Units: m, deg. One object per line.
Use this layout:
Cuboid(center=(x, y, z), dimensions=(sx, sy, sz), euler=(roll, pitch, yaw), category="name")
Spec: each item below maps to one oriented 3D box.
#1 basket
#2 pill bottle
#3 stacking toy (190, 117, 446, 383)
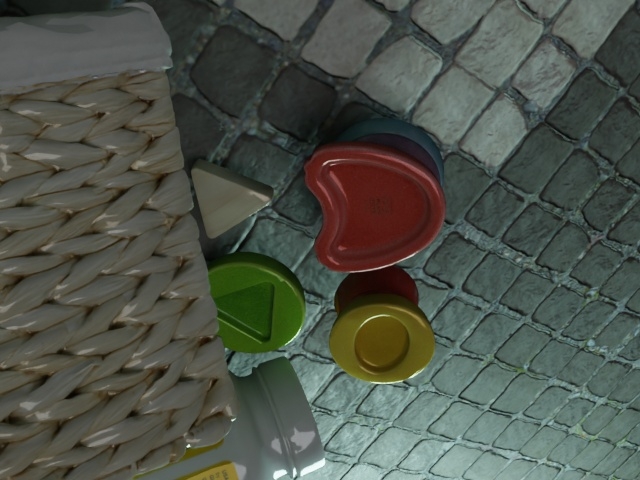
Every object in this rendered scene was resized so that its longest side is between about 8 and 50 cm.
Cuboid(center=(-0.278, 0.028, 0.491), dimensions=(0.328, 0.331, 0.266), euler=(-21, 105, -35), category="basket")
Cuboid(center=(-0.173, 0.258, 0.912), dimensions=(0.334, 0.188, 0.188), euler=(-18, 132, -12), category="pill bottle")
Cuboid(center=(0.000, 0.000, 0.885), dimensions=(0.280, 0.130, 0.308), euler=(5, 124, 2), category="stacking toy")
